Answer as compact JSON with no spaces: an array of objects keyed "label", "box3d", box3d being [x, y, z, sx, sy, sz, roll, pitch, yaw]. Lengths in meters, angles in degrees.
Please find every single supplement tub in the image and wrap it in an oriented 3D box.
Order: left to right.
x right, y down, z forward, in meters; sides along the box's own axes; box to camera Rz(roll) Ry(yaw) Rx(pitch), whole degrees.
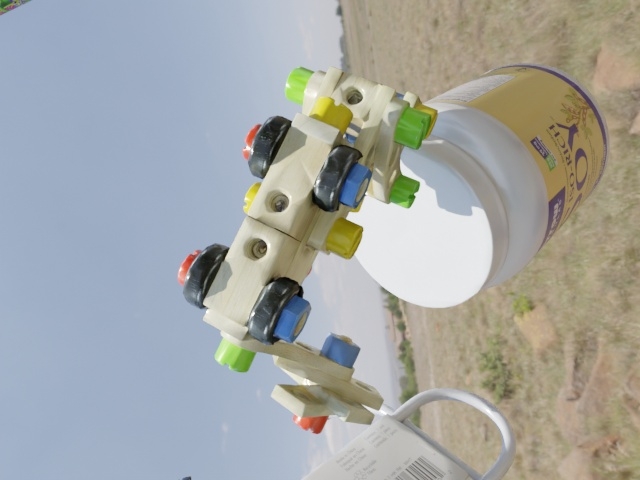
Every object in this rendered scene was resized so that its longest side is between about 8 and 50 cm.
[{"label":"supplement tub","box3d":[0.207,-0.082,0.667,0.331,0.241,0.241,-33,-57,-38]}]

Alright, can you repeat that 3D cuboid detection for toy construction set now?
[{"label":"toy construction set","box3d":[0.000,0.000,0.432,0.215,0.151,0.328,34,-113,-75]}]

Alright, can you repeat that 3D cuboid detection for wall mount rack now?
[{"label":"wall mount rack","box3d":[0.008,0.255,0.472,0.304,0.350,0.130,26,130,45]}]

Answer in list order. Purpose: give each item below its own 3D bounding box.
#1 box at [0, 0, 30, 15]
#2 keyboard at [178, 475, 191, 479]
[{"label":"box","box3d":[-0.450,-0.407,0.541,0.290,0.279,0.177,63,-178,-56]},{"label":"keyboard","box3d":[-0.204,0.358,0.639,0.192,0.038,0.100,116,157,-87]}]
